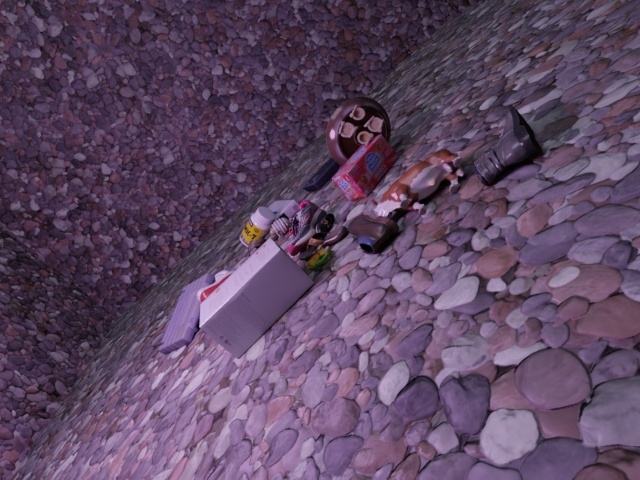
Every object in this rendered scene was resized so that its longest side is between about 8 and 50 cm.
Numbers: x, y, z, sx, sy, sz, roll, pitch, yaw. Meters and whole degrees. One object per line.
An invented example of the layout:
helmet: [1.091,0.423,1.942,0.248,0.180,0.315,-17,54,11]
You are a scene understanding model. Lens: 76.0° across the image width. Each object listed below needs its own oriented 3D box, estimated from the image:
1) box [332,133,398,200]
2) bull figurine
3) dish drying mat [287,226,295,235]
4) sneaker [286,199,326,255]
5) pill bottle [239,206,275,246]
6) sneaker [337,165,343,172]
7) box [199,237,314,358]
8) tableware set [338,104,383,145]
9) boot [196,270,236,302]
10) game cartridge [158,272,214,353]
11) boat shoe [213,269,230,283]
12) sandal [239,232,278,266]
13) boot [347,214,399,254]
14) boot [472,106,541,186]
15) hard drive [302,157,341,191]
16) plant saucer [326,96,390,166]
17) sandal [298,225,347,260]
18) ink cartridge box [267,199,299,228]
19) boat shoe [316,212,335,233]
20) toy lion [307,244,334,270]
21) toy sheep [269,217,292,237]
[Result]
box: [0.184,-0.296,1.669,0.257,0.128,0.122,-50,20,-24]
bull figurine: [0.282,-0.151,1.201,0.310,0.101,0.188,-42,22,8]
dish drying mat: [-0.126,-0.051,1.945,0.083,0.008,0.032,-36,20,17]
sneaker: [-0.077,-0.049,1.641,0.121,0.112,0.299,-46,11,37]
pill bottle: [-0.325,-0.068,2.126,0.208,0.119,0.119,-54,11,31]
sneaker: [0.184,-0.382,1.925,0.270,0.090,0.145,-39,17,-1]
box: [-0.220,0.181,1.374,0.345,0.168,0.215,-44,18,-4]
tableware set: [0.166,-0.465,1.674,0.141,0.168,0.020,-58,-14,-6]
boot: [-0.393,0.220,1.802,0.176,0.089,0.244,12,31,34]
game cartridge: [-0.617,0.337,1.912,0.230,0.068,0.355,-25,39,32]
boat shoe: [-0.511,0.235,2.014,0.226,0.083,0.076,-41,33,30]
sandal: [-0.306,0.019,2.030,0.120,0.086,0.303,-16,32,53]
boot: [0.128,-0.017,1.241,0.106,0.082,0.219,-47,21,-22]
boot: [0.468,-0.248,1.076,0.161,0.083,0.247,-37,17,34]
hard drive: [0.021,-0.371,2.281,0.255,0.054,0.172,-50,20,-21]
plant saucer: [0.176,-0.457,1.772,0.310,0.311,0.050,-43,29,-1]
sandal: [0.000,0.000,1.494,0.219,0.060,0.090,-31,22,33]
ink cartridge box: [-0.248,-0.150,2.324,0.176,0.069,0.371,-48,22,-13]
boat shoe: [0.020,-0.064,1.613,0.042,0.049,0.133,-39,13,37]
toy lion: [-0.006,0.063,1.422,0.096,0.034,0.100,-54,21,-11]
toy sheep: [-0.190,-0.069,2.002,0.132,0.091,0.091,-31,17,-10]
